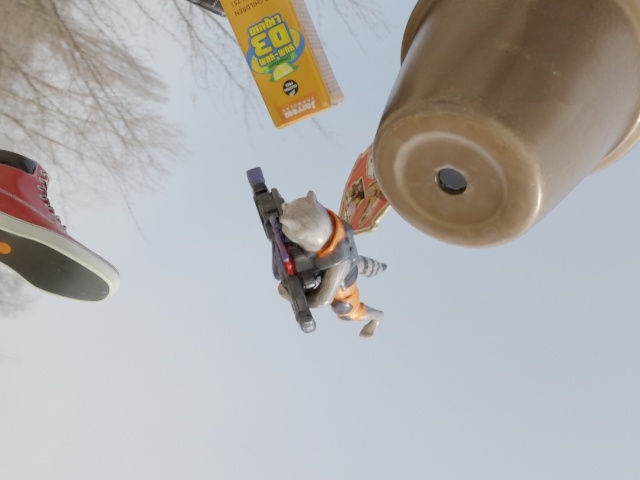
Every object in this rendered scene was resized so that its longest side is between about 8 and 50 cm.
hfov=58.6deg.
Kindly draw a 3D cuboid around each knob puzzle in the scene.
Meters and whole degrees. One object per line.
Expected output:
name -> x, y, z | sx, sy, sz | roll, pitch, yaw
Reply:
knob puzzle -> 0.076, -0.093, 1.033 | 0.213, 0.030, 0.213 | -43, -142, 47

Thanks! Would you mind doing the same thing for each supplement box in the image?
supplement box -> -0.055, -0.249, 0.647 | 0.078, 0.233, 0.080 | -20, -165, 17

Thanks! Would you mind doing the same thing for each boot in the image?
boot -> -0.365, -0.029, 0.767 | 0.088, 0.244, 0.176 | -49, -160, 29

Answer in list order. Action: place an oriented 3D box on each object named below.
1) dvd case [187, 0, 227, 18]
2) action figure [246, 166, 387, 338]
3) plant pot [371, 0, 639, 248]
dvd case -> -0.202, -0.507, 1.031 | 0.018, 0.165, 0.221 | 121, -10, -59
action figure -> 0.000, 0.000, 0.997 | 0.179, 0.330, 0.341 | -25, -117, 4
plant pot -> 0.166, -0.118, 0.526 | 0.263, 0.263, 0.229 | -11, -147, 47
